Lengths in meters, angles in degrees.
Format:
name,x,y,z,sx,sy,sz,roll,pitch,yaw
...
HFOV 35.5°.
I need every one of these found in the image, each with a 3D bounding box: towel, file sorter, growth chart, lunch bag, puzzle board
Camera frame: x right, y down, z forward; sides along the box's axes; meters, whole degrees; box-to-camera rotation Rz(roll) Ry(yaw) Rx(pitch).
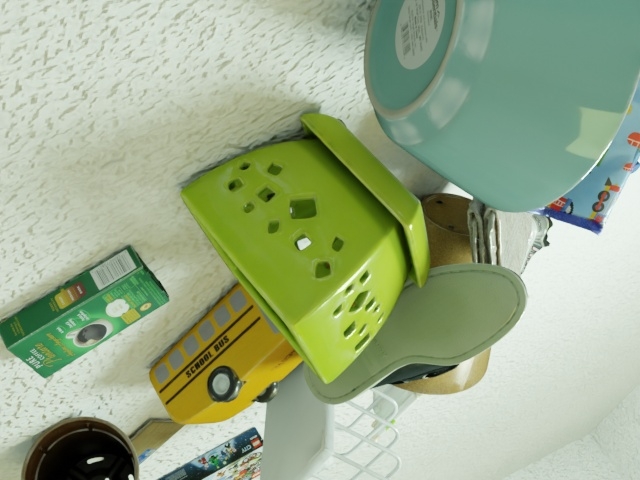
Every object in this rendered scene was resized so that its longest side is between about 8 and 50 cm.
name,x,y,z,sx,sy,sz,roll,pitch,yaw
towel,0.255,-0.037,1.377,0.282,0.049,0.187,-62,149,-50
file sorter,0.023,0.332,1.664,0.173,0.278,0.193,30,121,-19
growth chart,0.144,0.237,1.810,0.021,0.237,0.172,33,120,-17
lunch bag,0.267,-0.179,1.165,0.138,0.293,0.221,15,115,-15
puzzle board,-0.293,0.336,1.652,0.128,0.011,0.096,-42,155,16

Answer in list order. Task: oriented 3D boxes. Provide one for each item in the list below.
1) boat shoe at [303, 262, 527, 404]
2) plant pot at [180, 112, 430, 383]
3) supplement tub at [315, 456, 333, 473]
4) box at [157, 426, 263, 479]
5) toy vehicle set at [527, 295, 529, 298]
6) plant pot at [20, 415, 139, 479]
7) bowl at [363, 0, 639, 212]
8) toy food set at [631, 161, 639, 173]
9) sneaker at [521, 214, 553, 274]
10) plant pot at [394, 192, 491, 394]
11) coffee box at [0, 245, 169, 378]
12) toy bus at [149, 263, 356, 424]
name,x,y,z,sx,sy,sz,roll,pitch,yaw
boat shoe,0.135,0.119,1.315,0.340,0.127,0.113,-36,167,30
plant pot,0.000,0.000,1.188,0.207,0.228,0.227,-39,155,-7
supplement tub,-0.034,0.470,2.122,0.107,0.071,0.071,-26,153,-16
box,-0.213,0.456,1.913,0.233,0.044,0.159,-27,153,-16
toy vehicle set,0.292,0.174,2.038,0.267,0.035,0.166,-41,154,14
plant pot,-0.339,0.361,1.482,0.167,0.167,0.165,-29,161,-12
bowl,0.155,-0.191,1.000,0.163,0.311,0.311,8,135,-26
toy food set,0.429,-0.124,1.607,0.232,0.104,0.111,-30,154,-10
sneaker,0.379,0.009,1.826,0.075,0.063,0.170,-17,145,-21
plant pot,0.178,0.063,1.536,0.237,0.237,0.254,-14,130,-37
coffee box,-0.282,0.087,1.201,0.184,0.040,0.113,-33,154,-5
toy bus,-0.085,0.133,1.411,0.332,0.130,0.108,-44,152,19
